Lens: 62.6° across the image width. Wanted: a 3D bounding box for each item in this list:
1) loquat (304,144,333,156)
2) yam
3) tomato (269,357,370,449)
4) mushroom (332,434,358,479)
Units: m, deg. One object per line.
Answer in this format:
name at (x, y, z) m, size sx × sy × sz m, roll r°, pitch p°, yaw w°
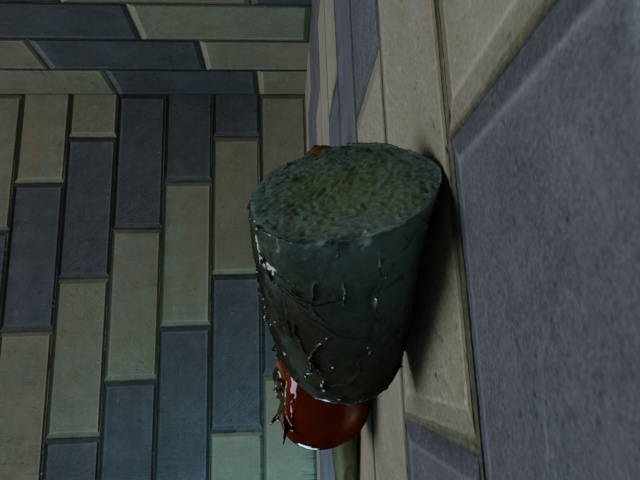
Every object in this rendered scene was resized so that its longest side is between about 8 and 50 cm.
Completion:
loquat at (0.011, -0.197, 1.474) m, size 0.141 × 0.141 × 0.140 m, roll 179°, pitch 90°, yaw -86°
yam at (0.028, 0.050, 0.729) m, size 0.240 × 0.241 × 0.347 m, roll -96°, pitch 4°, yaw -51°
tomato at (-0.002, 0.336, 1.189) m, size 0.256 × 0.225 × 0.255 m, roll 179°, pitch 90°, yaw -81°
mushroom at (0.063, 0.507, 1.385) m, size 0.100 × 0.081 × 0.311 m, roll -95°, pitch 1°, yaw -77°
